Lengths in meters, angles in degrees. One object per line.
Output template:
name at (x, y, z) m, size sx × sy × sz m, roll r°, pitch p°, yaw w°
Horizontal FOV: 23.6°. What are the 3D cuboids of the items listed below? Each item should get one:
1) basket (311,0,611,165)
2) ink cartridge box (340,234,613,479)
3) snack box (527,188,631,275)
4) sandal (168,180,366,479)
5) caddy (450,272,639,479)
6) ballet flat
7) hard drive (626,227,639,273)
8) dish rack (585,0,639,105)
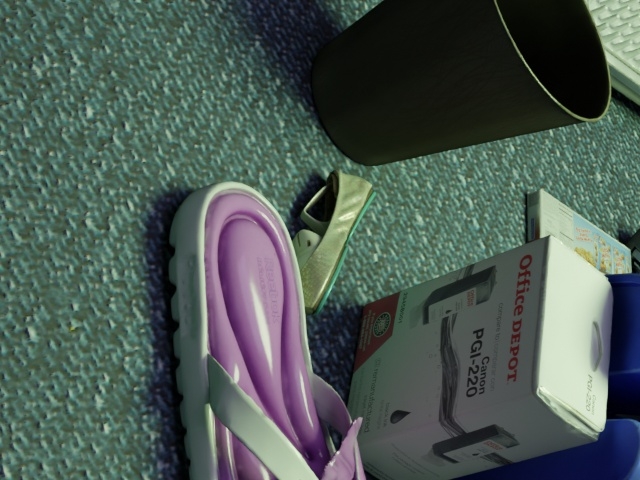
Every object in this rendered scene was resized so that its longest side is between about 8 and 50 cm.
basket at (0.117, -0.161, 1.397) m, size 0.204 × 0.227 × 0.154 m, roll 55°, pitch 40°, yaw -16°
ink cartridge box at (0.132, 0.108, 1.299) m, size 0.092 × 0.218 × 0.159 m, roll 37°, pitch 48°, yaw -33°
snack box at (0.288, 0.008, 1.690) m, size 0.178 × 0.022 × 0.064 m, roll 29°, pitch 52°, yaw -39°
sandal at (-0.024, 0.146, 1.187) m, size 0.169 × 0.102 × 0.416 m, roll -5°, pitch 76°, yaw -51°
caddy at (0.262, 0.165, 1.344) m, size 0.179 × 0.341 × 0.241 m, roll 31°, pitch 72°, yaw -26°
ballet flat at (0.000, 0.000, 1.338) m, size 0.052 × 0.057 × 0.168 m, roll 29°, pitch 43°, yaw -3°
hard drive at (0.521, 0.115, 1.778) m, size 0.339 × 0.064 × 0.237 m, roll 27°, pitch 18°, yaw -35°
dish rack at (0.389, -0.285, 1.905) m, size 0.333 × 0.072 × 0.286 m, roll 26°, pitch 56°, yaw -41°
